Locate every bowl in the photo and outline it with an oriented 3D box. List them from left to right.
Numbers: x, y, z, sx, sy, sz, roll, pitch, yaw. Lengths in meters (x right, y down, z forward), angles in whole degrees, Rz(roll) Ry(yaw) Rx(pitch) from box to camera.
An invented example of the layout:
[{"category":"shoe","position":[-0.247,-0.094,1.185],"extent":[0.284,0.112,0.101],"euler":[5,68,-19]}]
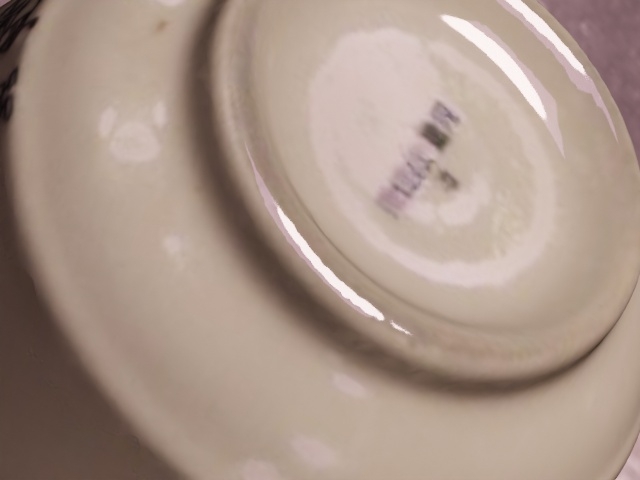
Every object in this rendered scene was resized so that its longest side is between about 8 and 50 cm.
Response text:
[{"category":"bowl","position":[0.000,0.000,0.425],"extent":[0.211,0.112,0.211],"euler":[16,55,-25]}]
